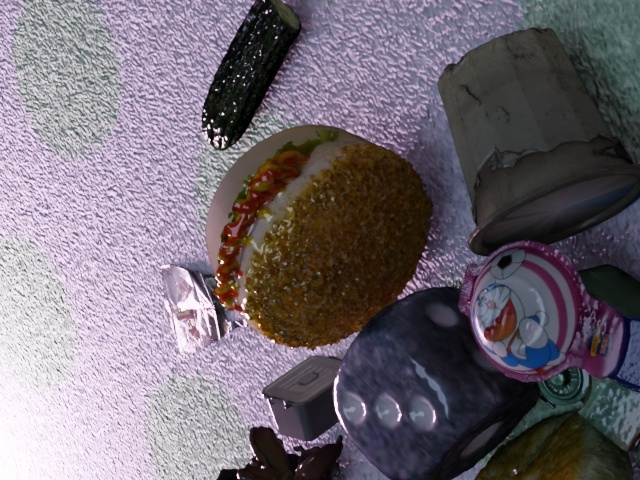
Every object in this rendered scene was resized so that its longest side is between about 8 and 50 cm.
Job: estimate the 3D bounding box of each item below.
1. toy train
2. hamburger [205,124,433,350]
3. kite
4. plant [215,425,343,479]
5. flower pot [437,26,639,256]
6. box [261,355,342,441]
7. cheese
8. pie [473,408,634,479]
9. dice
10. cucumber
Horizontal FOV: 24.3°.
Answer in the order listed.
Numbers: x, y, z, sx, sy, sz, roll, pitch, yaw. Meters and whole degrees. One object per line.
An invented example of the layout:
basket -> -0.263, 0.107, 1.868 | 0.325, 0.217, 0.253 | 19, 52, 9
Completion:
toy train -> 0.361, 0.158, 1.606 | 0.326, 0.129, 0.159 | 41, 121, 29
hamburger -> 0.000, 0.000, 1.792 | 0.179, 0.294, 0.276 | 43, 117, 46
kite -> -0.152, 0.094, 2.154 | 0.245, 0.015, 0.141 | -10, 98, 46
plant -> -0.068, 0.374, 2.044 | 0.204, 0.178, 0.234 | 10, 115, 43
flower pot -> 0.223, -0.112, 1.609 | 0.212, 0.212, 0.202 | -35, 70, 44
box -> -0.012, 0.212, 1.987 | 0.084, 0.122, 0.069 | 10, 121, 43
cheese -> 0.246, 0.086, 1.573 | 0.244, 0.062, 0.155 | 23, 107, 36
pie -> 0.232, 0.326, 1.699 | 0.070, 0.323, 0.323 | 38, 134, -12
dice -> 0.138, 0.176, 1.782 | 0.183, 0.181, 0.182 | 46, 130, 22
cucumber -> -0.101, -0.220, 1.966 | 0.077, 0.077, 0.265 | 50, 130, 21
